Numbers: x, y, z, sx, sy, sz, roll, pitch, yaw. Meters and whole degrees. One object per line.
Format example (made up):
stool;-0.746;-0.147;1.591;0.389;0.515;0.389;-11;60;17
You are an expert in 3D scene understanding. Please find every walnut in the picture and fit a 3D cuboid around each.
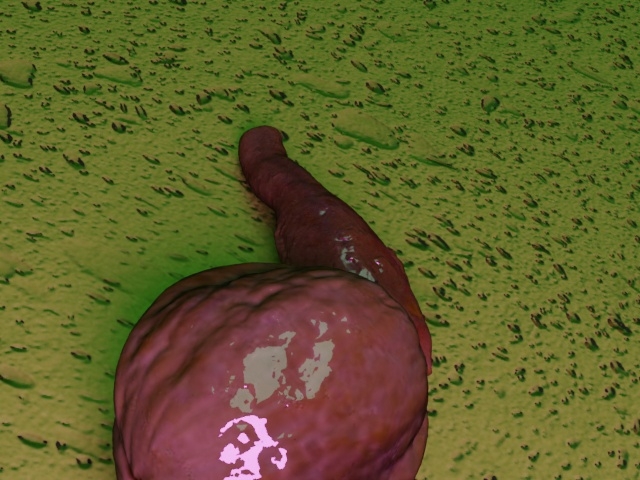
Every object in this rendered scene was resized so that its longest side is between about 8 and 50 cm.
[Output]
walnut;-0.044;0.137;1.063;0.282;0.227;0.283;11;52;-14

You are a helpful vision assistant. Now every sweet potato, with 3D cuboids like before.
sweet potato;0.000;0.000;1.325;0.109;0.109;0.385;-12;48;-29
